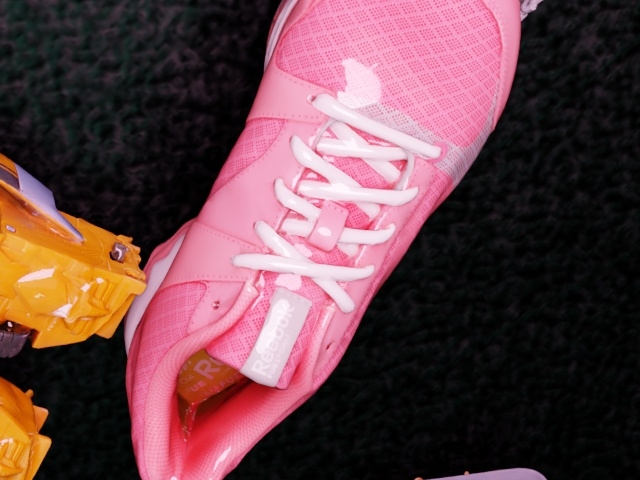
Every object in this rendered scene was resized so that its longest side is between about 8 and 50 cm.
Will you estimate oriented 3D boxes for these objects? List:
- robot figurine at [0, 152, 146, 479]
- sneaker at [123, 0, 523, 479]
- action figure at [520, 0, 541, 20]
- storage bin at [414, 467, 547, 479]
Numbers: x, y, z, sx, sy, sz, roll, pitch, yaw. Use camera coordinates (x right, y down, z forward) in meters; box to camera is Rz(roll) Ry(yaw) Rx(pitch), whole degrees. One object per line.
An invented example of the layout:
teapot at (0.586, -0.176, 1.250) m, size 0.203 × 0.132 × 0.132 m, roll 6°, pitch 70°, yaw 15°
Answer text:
robot figurine at (-0.243, 0.015, 0.803) m, size 0.291 × 0.085 × 0.211 m, roll 24°, pitch 109°, yaw -22°
sneaker at (0.000, 0.001, 0.780) m, size 0.116 × 0.136 × 0.314 m, roll 23°, pitch 124°, yaw -12°
action figure at (0.060, -0.131, 0.811) m, size 0.137 × 0.063 × 0.232 m, roll 11°, pitch 117°, yaw -20°
storage bin at (0.073, 0.185, 0.952) m, size 0.135 × 0.098 × 0.091 m, roll -11°, pitch 133°, yaw 20°
